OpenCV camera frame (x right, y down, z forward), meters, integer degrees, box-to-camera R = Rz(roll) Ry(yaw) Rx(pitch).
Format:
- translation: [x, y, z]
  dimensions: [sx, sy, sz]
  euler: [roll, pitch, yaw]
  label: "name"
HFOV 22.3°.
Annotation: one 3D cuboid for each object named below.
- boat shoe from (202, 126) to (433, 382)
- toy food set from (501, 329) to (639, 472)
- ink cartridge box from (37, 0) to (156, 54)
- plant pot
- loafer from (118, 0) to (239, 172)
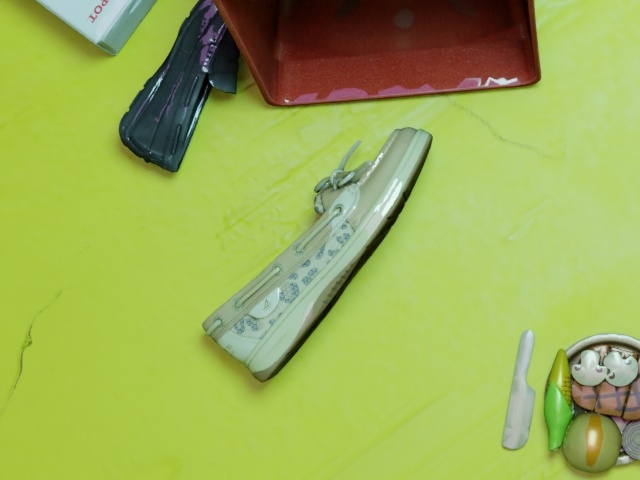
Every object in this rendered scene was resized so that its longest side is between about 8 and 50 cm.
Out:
- translation: [0.000, 0.000, 1.533]
  dimensions: [0.089, 0.104, 0.285]
  euler: [37, 93, 7]
  label: "boat shoe"
- translation: [0.271, 0.152, 1.514]
  dimensions: [0.192, 0.038, 0.132]
  euler: [8, 87, 9]
  label: "toy food set"
- translation: [-0.240, -0.285, 1.606]
  dimensions: [0.175, 0.072, 0.127]
  euler: [37, 92, 9]
  label: "ink cartridge box"
- translation: [0.057, -0.287, 1.482]
  dimensions: [0.267, 0.267, 0.236]
  euler: [-4, 72, 8]
  label: "plant pot"
- translation: [-0.110, -0.170, 1.581]
  dimensions: [0.078, 0.076, 0.223]
  euler: [33, 96, 4]
  label: "loafer"
